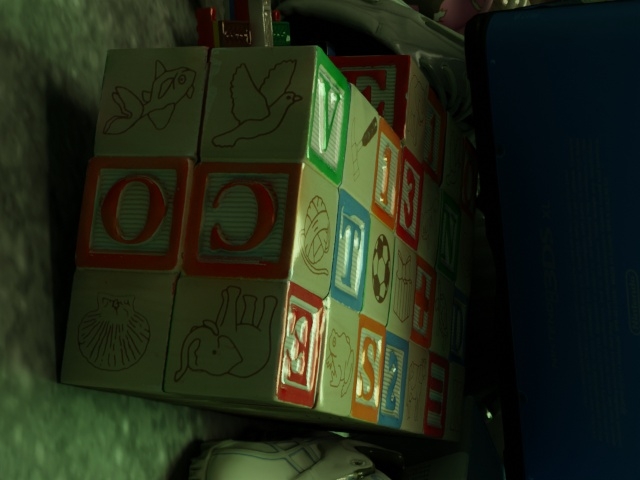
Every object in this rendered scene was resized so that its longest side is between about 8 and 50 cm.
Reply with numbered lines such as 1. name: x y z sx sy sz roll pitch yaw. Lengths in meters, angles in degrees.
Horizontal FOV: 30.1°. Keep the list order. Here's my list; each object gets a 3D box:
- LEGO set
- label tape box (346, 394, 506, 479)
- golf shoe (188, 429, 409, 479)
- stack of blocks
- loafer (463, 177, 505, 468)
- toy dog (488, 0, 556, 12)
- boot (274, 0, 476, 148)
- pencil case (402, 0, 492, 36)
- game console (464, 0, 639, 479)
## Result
1. LEGO set: -0.040 -0.055 0.668 0.182 0.060 0.244 70 26 -49
2. label tape box: 0.067 0.266 0.617 0.348 0.115 0.249 -53 122 -71
3. golf shoe: -0.007 0.119 0.559 0.176 0.086 0.069 -16 98 -75
4. stack of blocks: 0.000 0.000 0.563 0.297 0.087 0.171 32 62 -68
5. loafer: 0.082 0.124 0.903 0.130 0.133 0.366 -173 -103 -72
6. toy dog: 0.188 -0.197 1.161 0.333 0.161 0.220 -35 -143 62
7. boot: 0.081 -0.095 0.825 0.095 0.258 0.123 -63 176 27
8. pencil case: 0.085 -0.334 1.102 0.167 0.160 0.386 48 29 -29
9. game console: 0.188 0.005 0.688 0.250 0.173 0.293 11 -68 58
